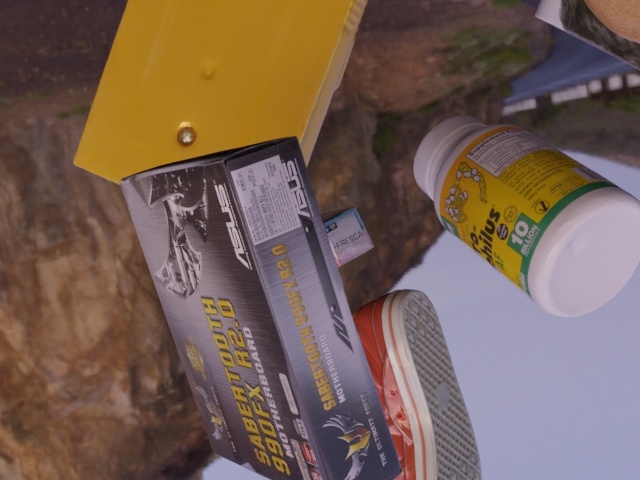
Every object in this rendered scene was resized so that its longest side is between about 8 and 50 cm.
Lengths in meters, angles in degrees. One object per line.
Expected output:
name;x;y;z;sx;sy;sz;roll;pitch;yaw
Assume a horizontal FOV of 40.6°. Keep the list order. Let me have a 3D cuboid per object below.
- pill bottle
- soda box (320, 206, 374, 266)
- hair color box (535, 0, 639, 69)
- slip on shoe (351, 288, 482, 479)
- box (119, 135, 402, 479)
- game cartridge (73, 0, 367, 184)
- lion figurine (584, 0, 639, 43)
pill bottle;0.174;-0.033;0.768;0.118;0.117;0.208;-13;-144;-25
soda box;0.000;0.000;1.180;0.058;0.063;0.183;-30;-172;-22
hair color box;0.363;-0.344;0.786;0.185;0.374;0.114;37;-139;28
slip on shoe;0.100;0.218;0.947;0.101;0.331;0.123;-13;-177;35
box;-0.048;0.052;0.595;0.056;0.231;0.183;-23;-168;-31
game cartridge;-0.116;-0.189;0.992;0.285;0.323;0.053;23;-176;22
lion figurine;0.216;-0.116;0.391;0.142;0.240;0.392;28;-159;-29
